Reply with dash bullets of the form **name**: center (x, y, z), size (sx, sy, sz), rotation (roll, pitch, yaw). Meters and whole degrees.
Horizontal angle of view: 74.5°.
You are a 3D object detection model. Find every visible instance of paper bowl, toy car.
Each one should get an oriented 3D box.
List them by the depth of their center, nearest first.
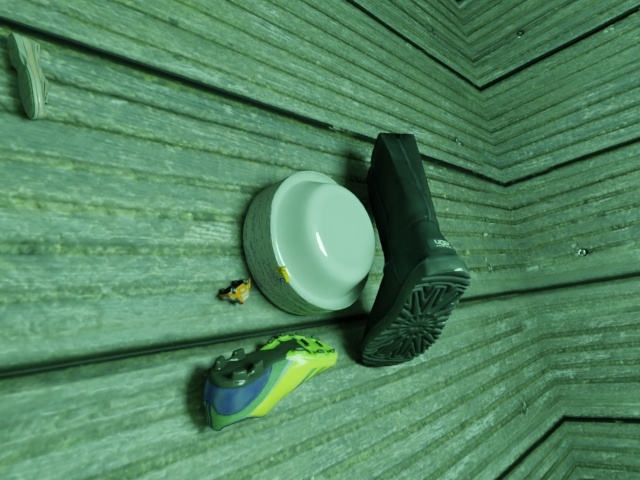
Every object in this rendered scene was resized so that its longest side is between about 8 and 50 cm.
- **toy car**: center (-0.112, 0.084, 0.723), size (0.041, 0.122, 0.060), rotation (69, 24, -13)
- **paper bowl**: center (0.000, 0.000, 0.843), size (0.284, 0.148, 0.285), rotation (21, 60, -41)

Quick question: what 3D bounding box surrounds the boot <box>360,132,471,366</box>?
- **boot**: center (0.163, 0.012, 0.979), size (0.146, 0.367, 0.445), rotation (8, 44, -19)

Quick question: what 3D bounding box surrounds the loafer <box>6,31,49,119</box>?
- **loafer**: center (-0.398, -0.228, 0.588), size (0.039, 0.045, 0.125), rotation (-13, 82, -54)

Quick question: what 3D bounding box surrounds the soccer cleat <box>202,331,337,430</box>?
- **soccer cleat**: center (-0.080, 0.239, 0.734), size (0.289, 0.093, 0.121), rotation (-1, 106, -51)
